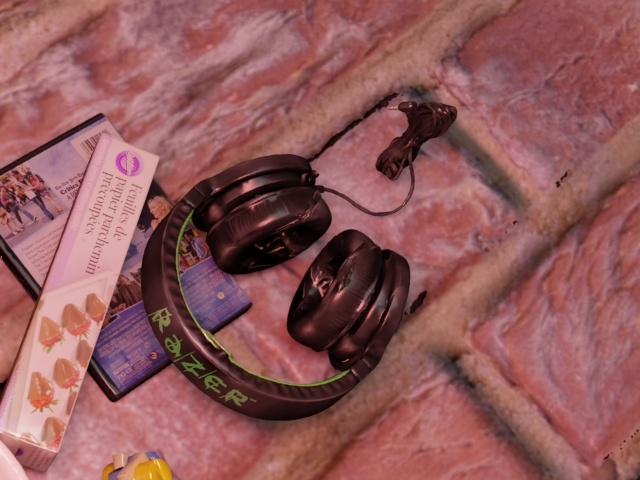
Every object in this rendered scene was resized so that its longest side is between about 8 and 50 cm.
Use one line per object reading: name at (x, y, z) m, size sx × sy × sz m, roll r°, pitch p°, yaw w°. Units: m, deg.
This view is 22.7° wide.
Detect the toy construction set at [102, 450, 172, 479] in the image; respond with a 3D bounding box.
toy construction set at (-0.127, 0.351, 1.361) m, size 0.328 × 0.151 × 0.215 m, roll 54°, pitch 32°, yaw 0°

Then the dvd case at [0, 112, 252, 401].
dvd case at (-0.209, 0.012, 1.557) m, size 0.180 × 0.022 × 0.253 m, roll -34°, pitch 82°, yaw -32°

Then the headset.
headset at (0.000, 0.000, 1.549) m, size 0.243 × 0.185 × 0.394 m, roll 45°, pitch 44°, yaw -1°

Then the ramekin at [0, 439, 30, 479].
ramekin at (-0.371, 0.270, 1.290) m, size 0.277 × 0.135 × 0.277 m, roll 10°, pitch 61°, yaw -19°

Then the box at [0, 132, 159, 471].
box at (-0.228, 0.053, 1.477) m, size 0.063 × 0.067 × 0.324 m, roll 22°, pitch 60°, yaw -12°
